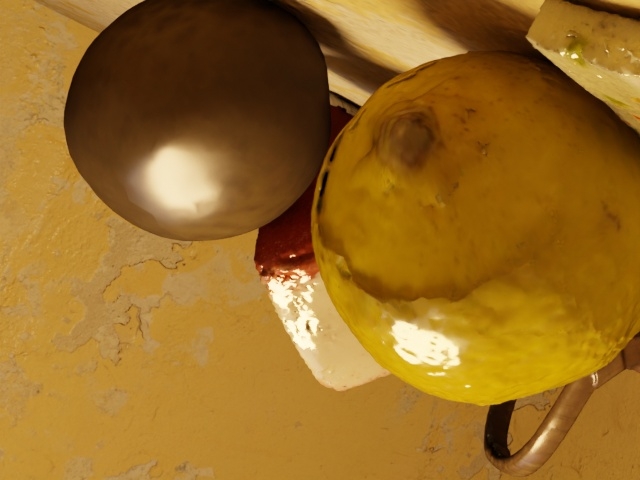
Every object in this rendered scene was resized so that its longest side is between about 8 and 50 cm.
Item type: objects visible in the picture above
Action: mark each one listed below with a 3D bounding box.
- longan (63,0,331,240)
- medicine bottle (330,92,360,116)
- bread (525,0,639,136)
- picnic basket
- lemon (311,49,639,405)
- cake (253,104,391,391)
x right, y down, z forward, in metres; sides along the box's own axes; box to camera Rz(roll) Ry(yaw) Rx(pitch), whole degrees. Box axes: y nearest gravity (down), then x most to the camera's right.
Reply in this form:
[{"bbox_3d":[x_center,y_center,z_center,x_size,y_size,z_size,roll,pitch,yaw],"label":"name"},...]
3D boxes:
[{"bbox_3d":[-0.083,-0.089,0.819,0.198,0.198,0.212,24,-178,-26],"label":"longan"},{"bbox_3d":[0.033,-0.115,1.328,0.140,0.079,0.079,23,-177,-41],"label":"medicine bottle"},{"bbox_3d":[0.146,-0.051,0.456,0.153,0.028,0.068,25,-176,-46],"label":"bread"},{"bbox_3d":[0.276,0.127,1.321,0.337,0.337,0.293,25,-177,-4],"label":"picnic basket"},{"bbox_3d":[0.084,-0.004,0.573,0.180,0.180,0.193,25,166,2],"label":"lemon"},{"bbox_3d":[0.000,0.000,0.942,0.262,0.159,0.158,35,156,53],"label":"cake"}]
